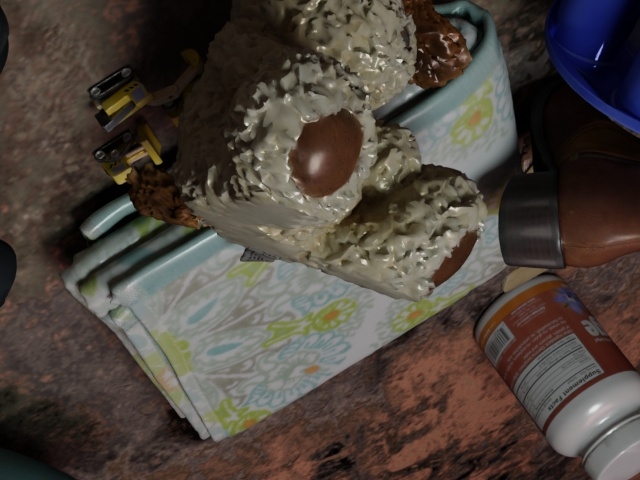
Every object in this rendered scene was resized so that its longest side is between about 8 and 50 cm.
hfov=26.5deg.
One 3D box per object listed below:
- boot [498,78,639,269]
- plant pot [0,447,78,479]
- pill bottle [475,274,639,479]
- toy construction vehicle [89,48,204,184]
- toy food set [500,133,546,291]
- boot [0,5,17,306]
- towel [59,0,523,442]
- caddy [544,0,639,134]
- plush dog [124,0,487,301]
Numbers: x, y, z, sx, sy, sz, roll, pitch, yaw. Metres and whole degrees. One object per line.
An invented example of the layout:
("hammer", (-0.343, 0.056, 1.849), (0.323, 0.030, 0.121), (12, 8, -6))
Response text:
("boot", (0.303, -0.064, 1.083), (0.264, 0.280, 0.096), (-52, 136, -59))
("plant pot", (-0.303, 0.269, 1.063), (0.290, 0.290, 0.195), (-36, 113, 2))
("pill bottle", (0.270, 0.151, 1.448), (0.121, 0.216, 0.121), (-24, 148, -17))
("toy construction vehicle", (-0.116, -0.084, 0.941), (0.098, 0.035, 0.086), (-32, 149, -5))
("toy food set", (0.218, -0.050, 1.309), (0.132, 0.038, 0.192), (-24, 138, -27))
("boot", (-0.247, -0.032, 0.827), (0.246, 0.094, 0.207), (-32, 146, 9))
("towel", (0.000, 0.000, 1.117), (0.374, 0.090, 0.320), (-31, 150, -5))
("caddy", (0.342, -0.170, 1.048), (0.341, 0.241, 0.179), (-8, 134, -23))
("plush dog", (-0.007, -0.106, 0.882), (0.262, 0.210, 0.225), (35, 70, -55))
